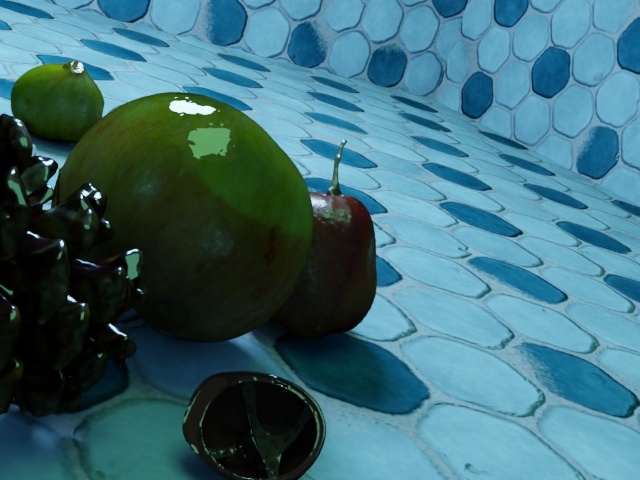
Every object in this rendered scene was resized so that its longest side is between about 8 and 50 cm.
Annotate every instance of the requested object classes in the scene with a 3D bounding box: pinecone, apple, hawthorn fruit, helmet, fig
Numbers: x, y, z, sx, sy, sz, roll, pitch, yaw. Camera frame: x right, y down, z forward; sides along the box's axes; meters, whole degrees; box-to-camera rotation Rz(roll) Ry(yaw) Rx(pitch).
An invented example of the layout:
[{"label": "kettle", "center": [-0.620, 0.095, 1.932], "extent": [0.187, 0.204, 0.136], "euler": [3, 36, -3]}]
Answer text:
[{"label": "pinecone", "center": [-0.257, 0.019, 0.617], "extent": [0.244, 0.244, 0.309], "euler": [33, 3, 39]}, {"label": "apple", "center": [-0.124, -0.019, 0.842], "extent": [0.260, 0.194, 0.261], "euler": [31, -14, 9]}, {"label": "hawthorn fruit", "center": [0.000, 0.000, 0.980], "extent": [0.162, 0.204, 0.163], "euler": [14, 18, -5]}, {"label": "helmet", "center": [-0.048, 0.154, 0.700], "extent": [0.111, 0.057, 0.089], "euler": [20, 59, 18]}, {"label": "fig", "center": [-0.394, -0.206, 1.369], "extent": [0.153, 0.121, 0.136], "euler": [2, 11, 35]}]

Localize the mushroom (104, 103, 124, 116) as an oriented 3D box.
[{"label": "mushroom", "center": [-0.252, -0.161, 1.361], "extent": [0.154, 0.123, 0.154], "euler": [21, 22, -9]}]

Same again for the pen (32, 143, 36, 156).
[{"label": "pen", "center": [-0.395, -0.098, 1.175], "extent": [0.026, 0.026, 0.218], "euler": [15, 17, -10]}]
